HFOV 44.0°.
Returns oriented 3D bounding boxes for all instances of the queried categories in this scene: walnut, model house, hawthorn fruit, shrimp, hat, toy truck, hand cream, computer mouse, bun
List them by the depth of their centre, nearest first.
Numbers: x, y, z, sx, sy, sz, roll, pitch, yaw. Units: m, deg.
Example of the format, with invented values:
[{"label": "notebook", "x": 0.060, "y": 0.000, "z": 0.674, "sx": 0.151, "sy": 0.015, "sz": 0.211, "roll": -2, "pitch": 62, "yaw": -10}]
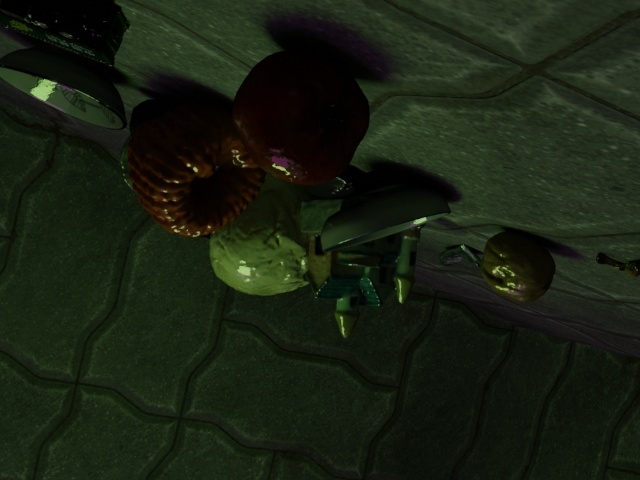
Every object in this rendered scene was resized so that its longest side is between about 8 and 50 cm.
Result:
[{"label": "hawthorn fruit", "x": -0.040, "y": -0.167, "z": 1.069, "sx": 0.179, "sy": 0.179, "sz": 0.200, "roll": 26, "pitch": 171, "yaw": -42}, {"label": "toy truck", "x": -0.439, "y": -0.364, "z": 1.221, "sx": 0.259, "sy": 0.088, "sz": 0.121, "roll": 21, "pitch": 175, "yaw": -1}, {"label": "shrimp", "x": 0.584, "y": 0.048, "z": 1.539, "sx": 0.091, "sy": 0.025, "sz": 0.127, "roll": 23, "pitch": 178, "yaw": 8}, {"label": "hat", "x": -0.321, "y": -0.205, "z": 1.698, "sx": 0.400, "sy": 0.285, "sz": 0.285, "roll": 35, "pitch": -176, "yaw": 33}, {"label": "walnut", "x": 0.426, "y": 0.056, "z": 1.709, "sx": 0.166, "sy": 0.149, "sz": 0.166, "roll": 49, "pitch": 163, "yaw": 20}, {"label": "computer mouse", "x": 0.016, "y": -0.136, "z": 1.801, "sx": 0.122, "sy": 0.073, "sz": 0.217, "roll": 22, "pitch": 173, "yaw": -29}, {"label": "model house", "x": 0.101, "y": 0.074, "z": 1.874, "sx": 0.267, "sy": 0.324, "sz": 0.194, "roll": 6, "pitch": 179, "yaw": -41}, {"label": "bun", "x": -0.098, "y": 0.003, "z": 1.995, "sx": 0.227, "sy": 0.348, "sz": 0.352, "roll": 39, "pitch": -152, "yaw": 27}, {"label": "hand cream", "x": 0.395, "y": 0.050, "z": 2.284, "sx": 0.075, "sy": 0.052, "sz": 0.248, "roll": 22, "pitch": 175, "yaw": -7}]

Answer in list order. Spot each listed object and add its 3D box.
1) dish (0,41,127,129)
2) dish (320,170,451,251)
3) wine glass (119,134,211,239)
[{"label": "dish", "x": -0.561, "y": -0.359, "z": 1.761, "sx": 0.317, "sy": 0.106, "sz": 0.316, "roll": 21, "pitch": 173, "yaw": 3}, {"label": "dish", "x": 0.116, "y": -0.076, "z": 1.622, "sx": 0.273, "sy": 0.133, "sz": 0.273, "roll": -18, "pitch": 175, "yaw": -1}, {"label": "wine glass", "x": -0.362, "y": -0.171, "z": 2.131, "sx": 0.267, "sy": 0.267, "sz": 0.406, "roll": 26, "pitch": 177, "yaw": -43}]
